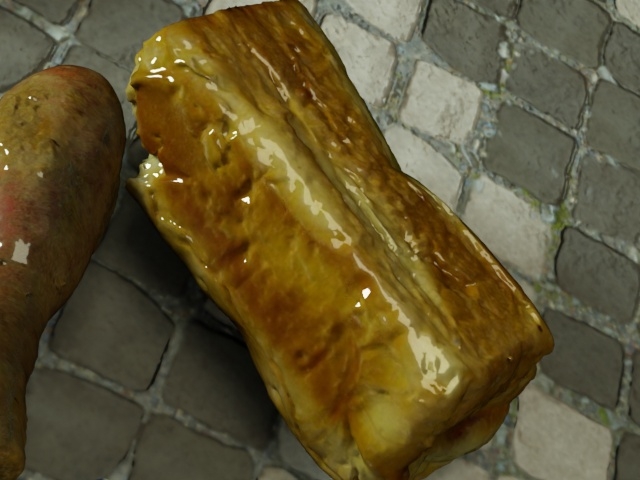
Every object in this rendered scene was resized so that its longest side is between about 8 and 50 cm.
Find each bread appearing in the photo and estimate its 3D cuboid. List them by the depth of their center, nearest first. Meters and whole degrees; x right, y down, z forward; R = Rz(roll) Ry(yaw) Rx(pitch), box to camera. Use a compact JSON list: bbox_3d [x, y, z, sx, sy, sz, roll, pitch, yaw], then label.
[{"bbox_3d":[-0.001,0.003,1.080,0.195,0.149,0.344,-20,70,-52],"label":"bread"}]

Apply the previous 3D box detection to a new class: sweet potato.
[{"bbox_3d":[-0.190,0.008,0.980,0.109,0.109,0.385,23,38,-13],"label":"sweet potato"}]

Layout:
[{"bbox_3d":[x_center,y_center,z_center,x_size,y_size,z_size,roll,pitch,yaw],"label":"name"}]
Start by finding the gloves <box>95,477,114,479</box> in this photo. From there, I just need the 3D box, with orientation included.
[{"bbox_3d":[-0.145,0.218,0.885,0.097,0.119,0.229,25,33,3],"label":"gloves"}]
